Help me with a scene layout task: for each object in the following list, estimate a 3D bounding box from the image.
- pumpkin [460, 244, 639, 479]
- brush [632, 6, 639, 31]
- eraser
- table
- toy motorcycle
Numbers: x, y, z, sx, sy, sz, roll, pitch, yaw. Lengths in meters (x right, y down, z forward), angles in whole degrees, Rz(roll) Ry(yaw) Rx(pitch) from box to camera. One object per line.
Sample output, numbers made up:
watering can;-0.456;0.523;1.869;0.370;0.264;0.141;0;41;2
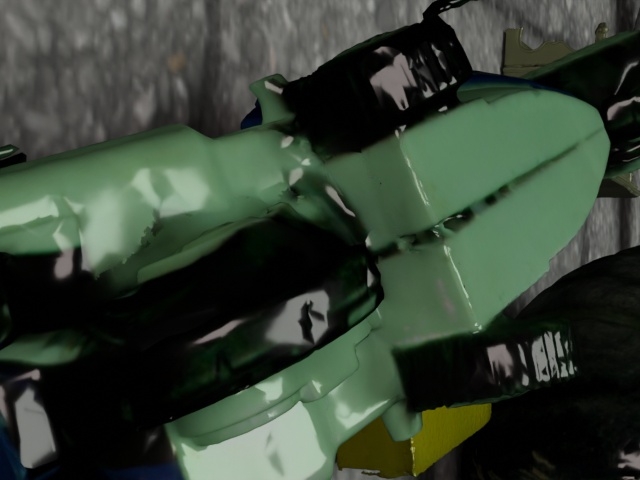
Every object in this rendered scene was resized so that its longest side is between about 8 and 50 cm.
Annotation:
pumpkin;0.176;0.126;0.905;0.250;0.216;0.249;0;90;-32
brush;0.224;-0.039;1.183;0.070;0.065;0.327;-3;102;-71
eraser;0.039;0.033;0.784;0.097;0.045;0.122;-26;115;-62
table;0.140;-0.070;0.981;0.079;0.062;0.083;20;71;-64
toy motorcycle;0.000;0.000;0.560;0.331;0.196;0.125;-28;97;-48
